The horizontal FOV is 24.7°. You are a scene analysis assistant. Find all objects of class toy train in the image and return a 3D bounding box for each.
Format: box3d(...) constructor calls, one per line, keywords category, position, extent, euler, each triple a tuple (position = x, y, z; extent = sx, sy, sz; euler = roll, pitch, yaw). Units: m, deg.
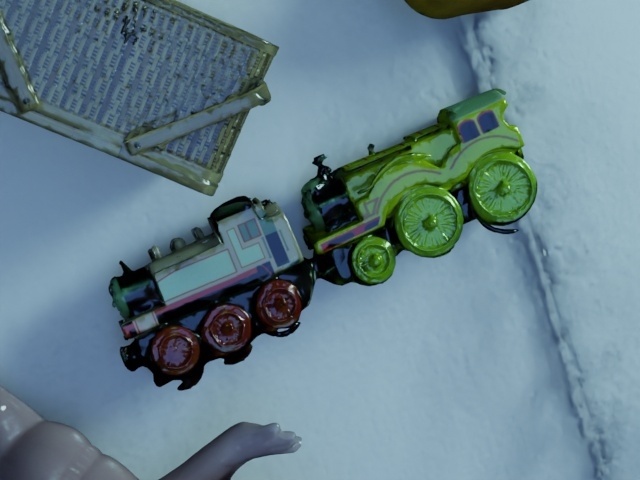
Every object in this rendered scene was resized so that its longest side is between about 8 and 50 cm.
box3d(category="toy train", position=(0.000, 0.000, 0.799), extent=(0.249, 0.053, 0.085), euler=(-26, 97, -6))

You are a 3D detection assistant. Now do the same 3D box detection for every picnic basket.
box3d(category="picnic basket", position=(-0.110, -0.092, 0.721), extent=(0.164, 0.115, 0.079), euler=(22, 97, -15))

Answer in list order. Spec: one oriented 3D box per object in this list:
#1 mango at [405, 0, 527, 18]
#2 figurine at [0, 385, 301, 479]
box3d(category="mango", position=(0.092, -0.159, 0.782), extent=(0.114, 0.060, 0.080), euler=(-34, 103, -1))
box3d(category="figurine", position=(-0.099, 0.184, 0.780), extent=(0.287, 0.176, 0.186), euler=(20, 138, 0))
